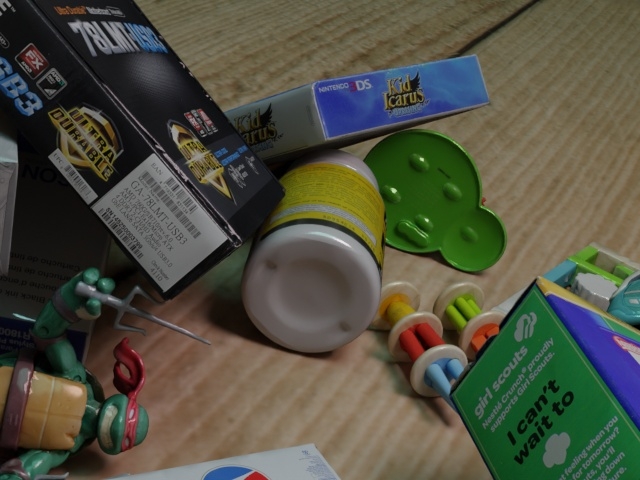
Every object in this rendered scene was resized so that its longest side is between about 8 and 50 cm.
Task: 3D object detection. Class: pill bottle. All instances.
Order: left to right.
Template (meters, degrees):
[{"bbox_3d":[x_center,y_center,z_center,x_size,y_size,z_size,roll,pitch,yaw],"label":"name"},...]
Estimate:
[{"bbox_3d":[0.000,0.000,1.061,0.119,0.119,0.208,14,27,-2],"label":"pill bottle"}]

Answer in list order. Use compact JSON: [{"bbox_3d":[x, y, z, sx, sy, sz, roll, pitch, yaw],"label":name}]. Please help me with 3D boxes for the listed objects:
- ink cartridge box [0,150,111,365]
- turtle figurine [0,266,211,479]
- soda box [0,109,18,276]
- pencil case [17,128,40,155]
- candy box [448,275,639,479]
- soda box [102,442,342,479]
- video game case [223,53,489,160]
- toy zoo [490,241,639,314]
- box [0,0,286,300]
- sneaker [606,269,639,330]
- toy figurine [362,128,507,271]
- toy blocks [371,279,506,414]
[{"bbox_3d":[-0.274,0.020,0.868,0.223,0.045,0.224,10,52,-10],"label":"ink cartridge box"},{"bbox_3d":[-0.197,0.109,0.766,0.234,0.118,0.175,9,68,-10],"label":"turtle figurine"},{"bbox_3d":[-0.271,-0.090,0.845,0.098,0.091,0.286,5,31,-17],"label":"soda box"},{"bbox_3d":[-0.356,-0.066,1.000,0.306,0.119,0.133,9,8,-11],"label":"pencil case"},{"bbox_3d":[0.257,0.195,0.739,0.268,0.122,0.317,25,20,-29],"label":"candy box"},{"bbox_3d":[-0.085,0.186,0.712,0.216,0.073,0.069,-3,33,-33],"label":"soda box"},{"bbox_3d":[-0.001,-0.124,1.216,0.244,0.061,0.270,-13,3,43],"label":"video game case"},{"bbox_3d":[0.286,0.091,1.133,0.192,0.030,0.293,29,30,25],"label":"toy zoo"},{"bbox_3d":[-0.155,-0.112,0.875,0.293,0.073,0.295,52,9,-4],"label":"box"},{"bbox_3d":[0.356,0.135,1.001,0.110,0.107,0.275,-34,66,-33],"label":"sneaker"},{"bbox_3d":[0.133,-0.055,1.268,0.173,0.130,0.159,40,19,0],"label":"toy figurine"},{"bbox_3d":[0.122,0.095,1.015,0.123,0.054,0.148,2,30,-24],"label":"toy blocks"}]
